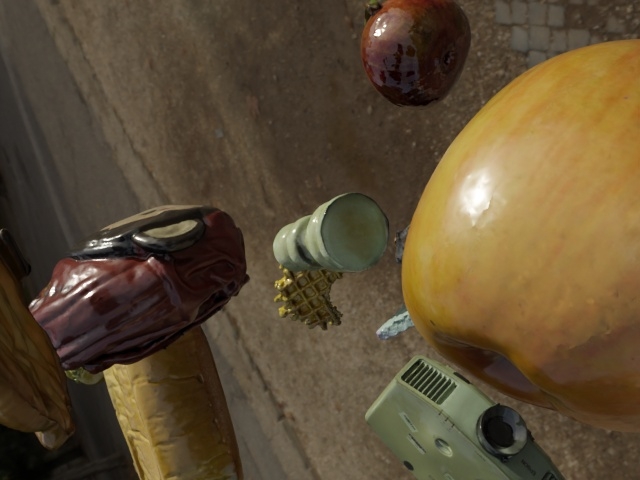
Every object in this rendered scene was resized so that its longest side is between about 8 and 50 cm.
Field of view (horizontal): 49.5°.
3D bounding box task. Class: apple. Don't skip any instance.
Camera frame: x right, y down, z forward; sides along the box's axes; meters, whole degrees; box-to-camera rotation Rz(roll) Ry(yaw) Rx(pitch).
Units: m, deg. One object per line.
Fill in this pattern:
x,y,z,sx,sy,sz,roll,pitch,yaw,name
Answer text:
0.181,0.006,0.450,0.242,0.241,0.242,43,165,15,apple

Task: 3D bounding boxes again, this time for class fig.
0.147,-0.322,1.154,0.205,0.205,0.205,46,149,40,fig

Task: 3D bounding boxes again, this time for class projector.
0.195,0.271,0.889,0.269,0.088,0.194,43,145,14,projector

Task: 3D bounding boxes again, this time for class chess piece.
0.000,0.000,1.655,0.330,0.182,0.183,-14,98,60,chess piece

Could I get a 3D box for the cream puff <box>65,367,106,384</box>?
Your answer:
-0.400,0.165,1.306,0.194,0.221,0.195,18,156,8,cream puff

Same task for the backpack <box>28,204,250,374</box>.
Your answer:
-0.183,0.051,0.686,0.139,0.229,0.229,64,157,-11,backpack

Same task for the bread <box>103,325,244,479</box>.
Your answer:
-0.200,0.218,0.928,0.152,0.119,0.288,-29,79,57,bread

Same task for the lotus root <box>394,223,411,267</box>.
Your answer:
0.299,0.043,1.338,0.078,0.329,0.167,100,-178,-78,lotus root

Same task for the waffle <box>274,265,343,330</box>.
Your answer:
-0.007,0.132,2.083,0.069,0.259,0.293,-120,48,-66,waffle

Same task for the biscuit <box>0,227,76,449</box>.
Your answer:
-0.224,0.013,0.425,0.260,0.041,0.203,58,170,1,biscuit

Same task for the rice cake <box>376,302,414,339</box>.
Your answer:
0.228,0.129,1.520,0.037,0.198,0.189,49,135,-2,rice cake
